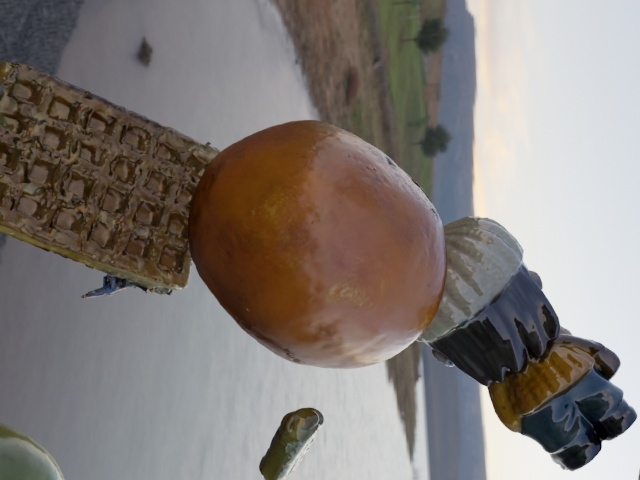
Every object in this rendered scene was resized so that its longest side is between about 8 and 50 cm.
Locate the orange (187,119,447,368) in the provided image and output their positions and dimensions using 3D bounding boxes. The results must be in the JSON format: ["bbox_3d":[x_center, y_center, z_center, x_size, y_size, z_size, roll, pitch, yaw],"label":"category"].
[{"bbox_3d":[0.000,0.000,0.797,0.226,0.284,0.284,-50,-177,14],"label":"orange"}]

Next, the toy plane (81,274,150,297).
[{"bbox_3d":[-0.361,0.071,1.392,0.188,0.135,0.062,-5,112,-57],"label":"toy plane"}]

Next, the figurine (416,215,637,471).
[{"bbox_3d":[0.229,0.113,0.918,0.332,0.185,0.204,49,-1,29],"label":"figurine"}]

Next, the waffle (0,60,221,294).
[{"bbox_3d":[-0.291,-0.073,0.966,0.091,0.308,0.212,-20,-127,56],"label":"waffle"}]

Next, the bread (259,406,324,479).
[{"bbox_3d":[-0.029,0.191,0.701,0.049,0.034,0.088,-20,142,-55],"label":"bread"}]

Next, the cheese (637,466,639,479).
[{"bbox_3d":[0.413,0.300,0.890,0.050,0.255,0.127,56,-19,-22],"label":"cheese"}]

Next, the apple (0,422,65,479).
[{"bbox_3d":[-0.705,0.566,1.413,0.473,0.474,0.473,-4,90,-82],"label":"apple"}]
